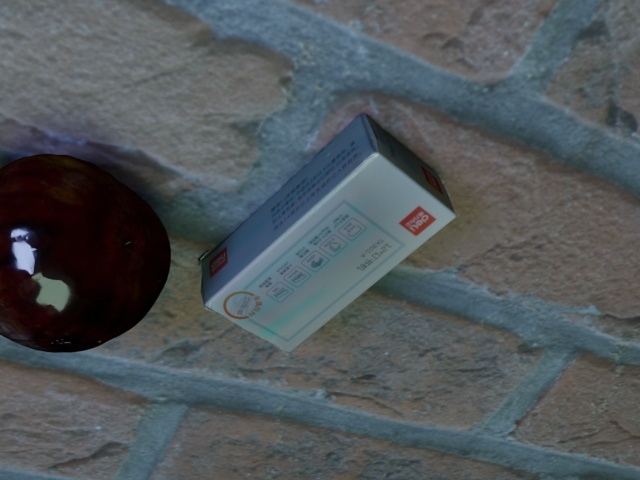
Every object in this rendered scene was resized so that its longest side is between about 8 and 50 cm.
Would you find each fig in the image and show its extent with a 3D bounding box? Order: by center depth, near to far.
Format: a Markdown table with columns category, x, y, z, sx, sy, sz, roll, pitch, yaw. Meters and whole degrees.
| category | x | y | z | sx | sy | sz | roll | pitch | yaw |
| --- | --- | --- | --- | --- | --- | --- | --- | --- | --- |
| fig | -0.280 | 0.029 | 0.849 | 0.249 | 0.186 | 0.203 | -20 | 160 | 24 |

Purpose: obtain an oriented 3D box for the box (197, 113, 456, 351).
| category | x | y | z | sx | sy | sz | roll | pitch | yaw |
| --- | --- | --- | --- | --- | --- | --- | --- | --- | --- |
| box | 0.000 | 0.000 | 0.940 | 0.135 | 0.079 | 0.269 | 34 | 116 | -32 |
